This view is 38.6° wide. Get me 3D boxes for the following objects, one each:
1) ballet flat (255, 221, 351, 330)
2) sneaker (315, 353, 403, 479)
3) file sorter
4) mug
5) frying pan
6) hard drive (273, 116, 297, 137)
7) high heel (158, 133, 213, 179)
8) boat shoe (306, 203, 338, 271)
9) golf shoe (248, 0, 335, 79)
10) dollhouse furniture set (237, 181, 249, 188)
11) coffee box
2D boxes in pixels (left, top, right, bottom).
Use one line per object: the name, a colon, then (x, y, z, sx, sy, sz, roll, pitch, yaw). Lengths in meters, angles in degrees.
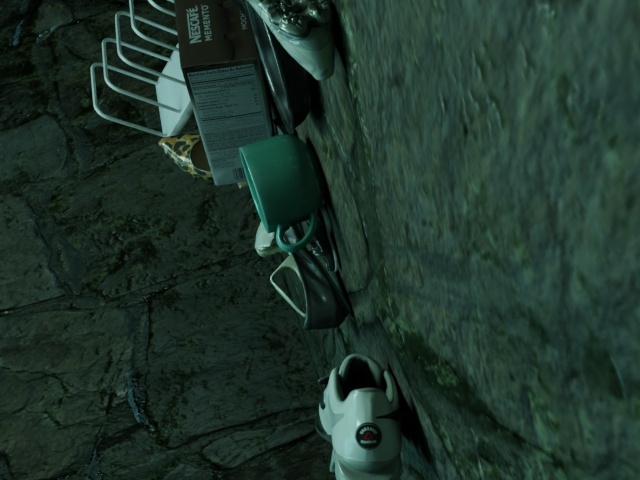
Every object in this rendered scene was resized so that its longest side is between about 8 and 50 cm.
ballet flat: (-0.049, 0.022, 1.487, 0.095, 0.096, 0.280, 77, 167, -71)
sneaker: (0.059, 0.224, 1.281, 0.330, 0.123, 0.146, -152, 62, -83)
file sorter: (-0.311, -0.365, 1.748, 0.277, 0.173, 0.192, -53, 37, 33)
mug: (-0.047, -0.074, 1.311, 0.129, 0.097, 0.157, -129, 21, -72)
frying pan: (-0.067, -0.252, 1.187, 0.326, 0.053, 0.197, -117, 11, -66)
hard drive: (-0.041, -0.124, 1.470, 0.094, 0.022, 0.135, -121, 14, -64)
high heel: (-0.186, -0.170, 1.705, 0.186, 0.261, 0.093, 105, -177, -77)
boat shoe: (0.000, 0.000, 1.390, 0.046, 0.038, 0.125, -115, 9, -48)
golf shoe: (-0.031, -0.221, 0.910, 0.176, 0.069, 0.086, -113, 2, -47)
dollhouse furniture set: (-0.197, -0.271, 1.884, 0.259, 0.135, 0.262, -115, 9, -47)
coffee box: (-0.146, -0.246, 1.474, 0.297, 0.119, 0.168, 82, 179, -57)
